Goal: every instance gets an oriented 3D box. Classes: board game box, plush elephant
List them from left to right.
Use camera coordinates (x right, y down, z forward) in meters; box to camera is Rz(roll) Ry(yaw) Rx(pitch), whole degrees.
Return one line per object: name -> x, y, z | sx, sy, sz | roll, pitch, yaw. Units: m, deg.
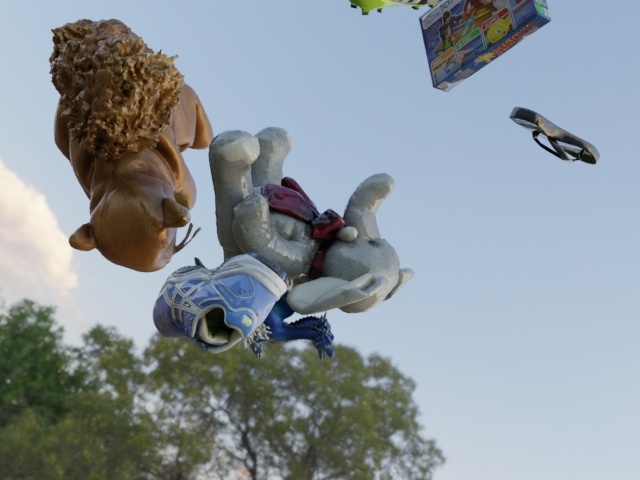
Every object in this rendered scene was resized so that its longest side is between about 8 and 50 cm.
plush elephant -> 0.000, 0.000, 0.989 | 0.256, 0.329, 0.272 | 3, 3, 9
board game box -> 0.239, -0.332, 1.077 | 0.035, 0.136, 0.201 | 9, -25, -37

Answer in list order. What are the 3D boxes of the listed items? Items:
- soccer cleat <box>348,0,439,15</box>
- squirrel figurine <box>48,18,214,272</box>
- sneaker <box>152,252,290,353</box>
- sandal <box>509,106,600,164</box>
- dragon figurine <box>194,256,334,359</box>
soccer cleat -> 0.111, -0.341, 0.934 | 0.060, 0.179, 0.072 | 42, -42, 36
squirrel figurine -> -0.329, -0.148, 1.177 | 0.281, 0.370, 0.396 | -8, -42, -3
sneaker -> -0.125, 0.075, 0.760 | 0.080, 0.081, 0.211 | 42, -39, -20
sandal -> 0.510, -0.220, 1.589 | 0.255, 0.054, 0.097 | 22, 3, -25
dragon figurine -> -0.093, 0.112, 1.291 | 0.289, 0.144, 0.085 | 53, 1, -4
